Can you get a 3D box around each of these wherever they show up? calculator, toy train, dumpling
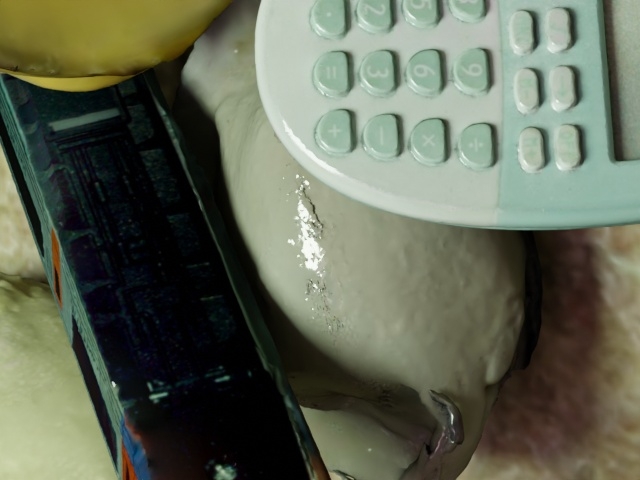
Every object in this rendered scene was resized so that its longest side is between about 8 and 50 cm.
[{"bbox_3d":[0.116,-0.095,0.936,0.295,0.042,0.184,-3,78,4],"label":"calculator"},{"bbox_3d":[-0.093,0.017,1.011,0.089,0.086,0.409,97,156,-45],"label":"toy train"},{"bbox_3d":[0.017,-0.005,1.053,0.204,0.163,0.293,175,78,-73],"label":"dumpling"}]

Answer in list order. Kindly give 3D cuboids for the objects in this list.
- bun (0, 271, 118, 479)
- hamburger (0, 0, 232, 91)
[{"bbox_3d":[-0.230,0.202,1.190,0.364,0.202,0.364,14,109,44],"label":"bun"},{"bbox_3d":[-0.163,-0.212,1.004,0.237,0.276,0.276,12,118,56],"label":"hamburger"}]
